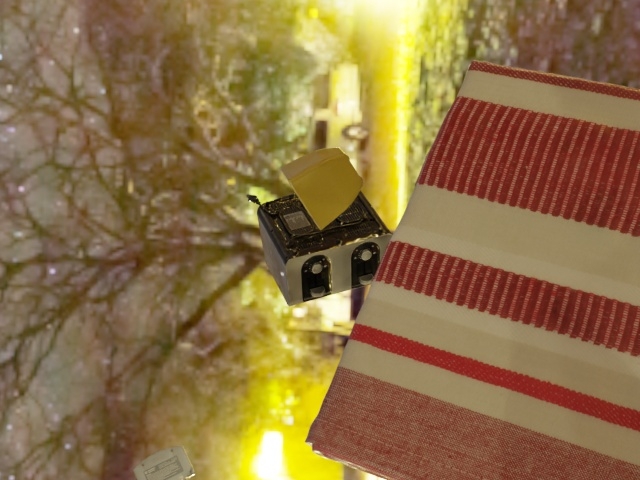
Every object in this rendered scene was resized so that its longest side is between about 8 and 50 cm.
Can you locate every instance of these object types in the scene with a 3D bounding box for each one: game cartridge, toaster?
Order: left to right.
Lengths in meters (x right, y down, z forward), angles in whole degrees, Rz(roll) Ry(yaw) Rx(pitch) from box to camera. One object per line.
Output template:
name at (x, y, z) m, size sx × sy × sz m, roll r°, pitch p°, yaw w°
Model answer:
game cartridge at (-0.241, 0.351, 1.611) m, size 0.056 × 0.083 × 0.017 m, roll 64°, pitch 171°, yaw 10°
toaster at (0.000, 0.000, 1.563) m, size 0.185 × 0.168 × 0.110 m, roll -122°, pitch 23°, yaw -50°

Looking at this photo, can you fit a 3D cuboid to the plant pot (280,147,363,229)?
plant pot at (0.007, -0.077, 1.375) m, size 0.081 × 0.083 × 0.081 m, roll 57°, pitch 179°, yaw -19°

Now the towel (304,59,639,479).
towel at (0.156, 0.033, 0.732) m, size 0.329 × 0.237 × 0.037 m, roll -66°, pitch -25°, yaw -18°
